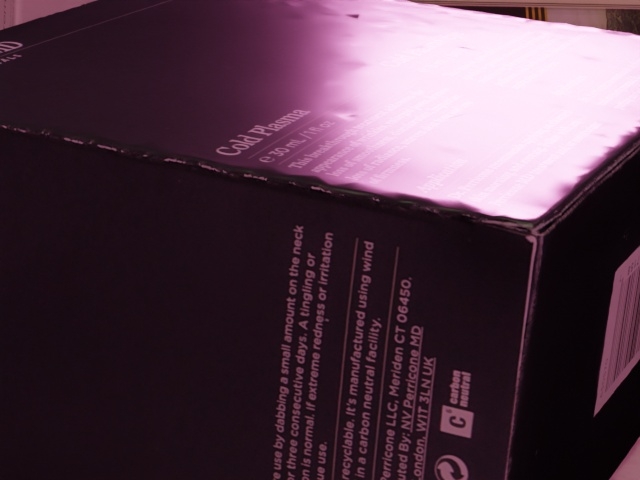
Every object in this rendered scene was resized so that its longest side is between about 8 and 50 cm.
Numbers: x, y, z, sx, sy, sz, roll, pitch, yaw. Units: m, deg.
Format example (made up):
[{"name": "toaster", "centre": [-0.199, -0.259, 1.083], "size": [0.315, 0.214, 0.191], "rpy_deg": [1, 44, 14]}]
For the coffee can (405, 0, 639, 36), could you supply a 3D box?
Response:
[{"name": "coffee can", "centre": [0.123, -0.122, 1.161], "size": [0.275, 0.201, 0.201], "rpy_deg": [-1, 20, -15]}]

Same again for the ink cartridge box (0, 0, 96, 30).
[{"name": "ink cartridge box", "centre": [-0.169, -0.154, 1.188], "size": [0.117, 0.207, 0.283], "rpy_deg": [-1, 20, -18]}]

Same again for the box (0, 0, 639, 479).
[{"name": "box", "centre": [0.000, 0.000, 0.833], "size": [0.312, 0.179, 0.343], "rpy_deg": [14, 21, 22]}]
